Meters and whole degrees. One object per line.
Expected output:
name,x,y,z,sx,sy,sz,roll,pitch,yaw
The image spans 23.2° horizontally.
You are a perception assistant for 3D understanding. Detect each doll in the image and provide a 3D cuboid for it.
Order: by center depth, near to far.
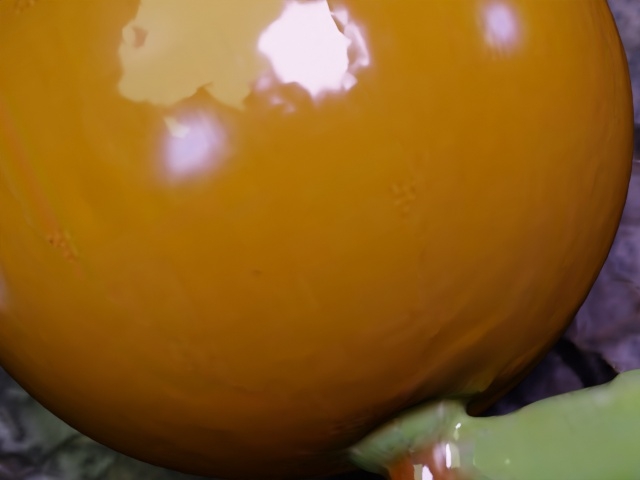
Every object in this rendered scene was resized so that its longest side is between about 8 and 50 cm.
doll,0.000,0.000,0.453,0.213,0.213,0.236,-28,67,7
